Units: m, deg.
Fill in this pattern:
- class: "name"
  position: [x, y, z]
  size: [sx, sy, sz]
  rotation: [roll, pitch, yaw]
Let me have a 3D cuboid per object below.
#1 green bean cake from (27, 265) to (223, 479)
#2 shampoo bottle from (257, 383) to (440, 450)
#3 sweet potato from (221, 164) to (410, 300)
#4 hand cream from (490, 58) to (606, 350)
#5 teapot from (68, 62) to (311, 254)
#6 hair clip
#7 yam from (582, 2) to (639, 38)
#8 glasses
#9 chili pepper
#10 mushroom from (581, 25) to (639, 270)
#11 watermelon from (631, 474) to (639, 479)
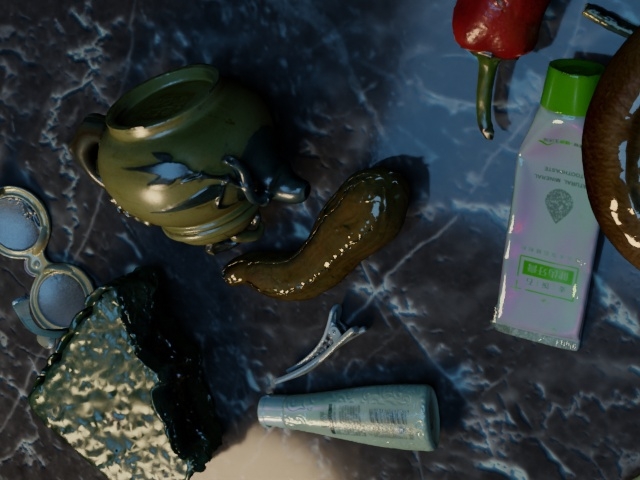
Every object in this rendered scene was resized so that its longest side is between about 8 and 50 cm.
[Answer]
- class: "green bean cake"
  position: [-0.183, 0.159, 1.191]
  size: [0.208, 0.107, 0.193]
  rotation: [42, 112, 8]
- class: "shampoo bottle"
  position: [0.026, 0.179, 1.140]
  size: [0.190, 0.041, 0.069]
  rotation: [-2, 108, 24]
- class: "sweet potato"
  position: [0.001, 0.006, 1.100]
  size: [0.233, 0.062, 0.081]
  rotation: [-34, 73, 30]
- class: "hand cream"
  position: [0.209, -0.026, 0.998]
  size: [0.079, 0.050, 0.275]
  rotation: [31, 128, 42]
- class: "teapot"
  position: [-0.130, -0.065, 1.093]
  size: [0.269, 0.173, 0.182]
  rotation: [-1, 128, 33]
- class: "hair clip"
  position: [-0.005, 0.110, 1.146]
  size: [0.115, 0.030, 0.039]
  rotation: [-41, 66, 24]
- class: "yam"
  position: [0.274, -0.177, 0.959]
  size: [0.107, 0.014, 0.014]
  rotation: [30, 113, 14]
- class: "glasses"
  position: [-0.307, 0.013, 1.170]
  size: [0.088, 0.220, 0.190]
  rotation: [-31, 88, -12]
- class: "chili pepper"
  position: [0.221, -0.252, 0.922]
  size: [0.137, 0.092, 0.368]
  rotation: [47, 117, 4]
- class: "mushroom"
  position: [0.329, -0.072, 0.877]
  size: [0.253, 0.153, 0.253]
  rotation: [3, 103, 12]
- class: "watermelon"
  position: [0.335, 0.303, 1.018]
  size: [0.146, 0.128, 0.231]
  rotation: [31, 131, -19]
